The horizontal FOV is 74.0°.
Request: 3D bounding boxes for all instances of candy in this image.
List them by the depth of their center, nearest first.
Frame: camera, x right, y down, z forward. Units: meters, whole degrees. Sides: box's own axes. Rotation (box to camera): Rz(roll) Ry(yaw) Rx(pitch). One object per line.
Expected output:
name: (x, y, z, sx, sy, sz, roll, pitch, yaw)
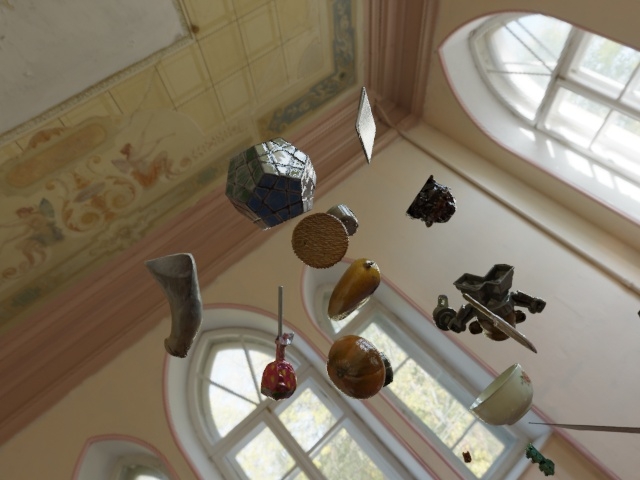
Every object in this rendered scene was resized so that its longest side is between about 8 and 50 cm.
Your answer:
candy: (-0.134, 0.333, 1.387, 0.124, 0.124, 0.366, 7, -98, -58)

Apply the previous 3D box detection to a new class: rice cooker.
rice cooker: (0.099, -0.091, 2.043, 0.145, 0.127, 0.206, -43, -34, 12)

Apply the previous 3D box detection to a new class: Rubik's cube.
Rubik's cube: (-0.164, -0.189, 1.442, 0.318, 0.264, 0.320, -6, -60, -11)

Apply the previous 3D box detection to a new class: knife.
knife: (0.520, 0.237, 1.240, 0.022, 0.256, 0.046, -33, -41, -19)

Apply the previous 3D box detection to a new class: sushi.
sushi: (0.434, -0.133, 1.617, 0.172, 0.150, 0.153, -57, -10, 4)

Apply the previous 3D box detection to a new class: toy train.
toy train: (0.577, 0.574, 1.115, 0.029, 0.092, 0.045, -50, -7, 36)

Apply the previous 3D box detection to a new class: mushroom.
mushroom: (-0.539, 0.250, 1.633, 0.177, 0.398, 0.126, -13, 5, -21)

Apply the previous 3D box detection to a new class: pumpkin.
pumpkin: (0.185, 0.581, 1.807, 0.189, 0.140, 0.280, -12, -24, -36)

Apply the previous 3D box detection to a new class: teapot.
teapot: (0.549, 0.328, 1.930, 0.111, 0.149, 0.108, -30, 10, -1)

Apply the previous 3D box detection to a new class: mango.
mango: (0.065, 0.106, 0.859, 0.101, 0.066, 0.188, -20, -32, -49)

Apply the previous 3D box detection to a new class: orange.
orange: (0.127, 0.474, 1.579, 0.171, 0.240, 0.240, -14, -42, -53)

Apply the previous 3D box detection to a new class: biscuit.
biscuit: (0.000, 0.000, 1.853, 0.254, 0.254, 0.035, -47, -8, -2)

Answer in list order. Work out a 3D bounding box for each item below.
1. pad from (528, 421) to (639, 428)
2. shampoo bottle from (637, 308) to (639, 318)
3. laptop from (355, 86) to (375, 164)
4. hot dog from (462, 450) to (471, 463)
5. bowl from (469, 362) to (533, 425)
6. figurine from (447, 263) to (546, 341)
pad: (0.769, 0.481, 1.078, 0.247, 0.007, 0.367, 17, -26, -25)
shampoo bottle: (1.004, 0.257, 1.225, 0.079, 0.246, 0.080, -38, 12, -20)
laptop: (0.182, -0.447, 1.684, 0.269, 0.015, 0.188, 53, -135, -62)
hot dog: (0.620, 0.919, 1.795, 0.037, 0.021, 0.083, -22, -60, 8)
bowl: (0.740, 0.633, 1.690, 0.277, 0.145, 0.277, -38, -23, -20)
figurine: (0.642, 0.252, 1.584, 0.167, 0.342, 0.285, -48, -61, -48)
